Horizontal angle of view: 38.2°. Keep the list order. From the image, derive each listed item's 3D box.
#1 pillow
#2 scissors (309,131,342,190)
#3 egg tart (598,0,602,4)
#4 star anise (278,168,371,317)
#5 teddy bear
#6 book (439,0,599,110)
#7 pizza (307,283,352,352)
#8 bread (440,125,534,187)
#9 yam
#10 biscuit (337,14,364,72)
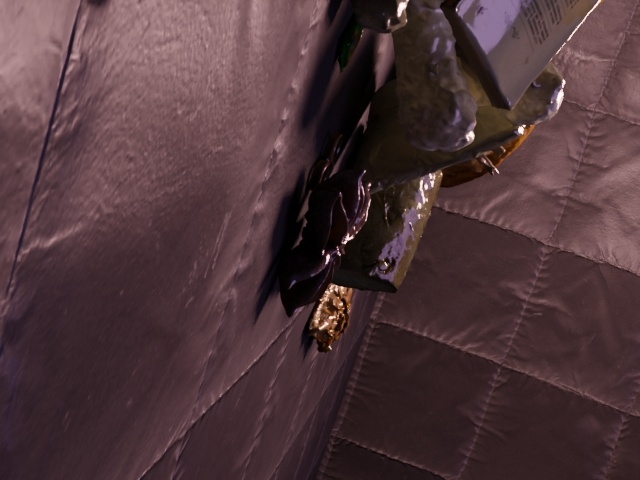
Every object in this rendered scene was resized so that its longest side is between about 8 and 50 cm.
[{"bbox_3d":[0.170,-0.195,1.356,0.076,0.274,0.281,52,35,-30],"label":"pillow"},{"bbox_3d":[0.007,-0.072,1.299,0.220,0.017,0.088,90,22,-69],"label":"scissors"},{"bbox_3d":[0.390,-0.500,1.621,0.443,0.178,0.443,-36,-142,33],"label":"egg tart"},{"bbox_3d":[0.006,-0.007,1.213,0.212,0.073,0.197,-64,171,15],"label":"star anise"},{"bbox_3d":[0.192,-0.312,1.006,0.362,0.327,0.375,168,-96,-77],"label":"teddy bear"},{"bbox_3d":[0.253,-0.294,0.967,0.289,0.026,0.201,-49,145,-2],"label":"book"},{"bbox_3d":[0.028,0.141,1.784,0.226,0.069,0.147,80,33,-75],"label":"pizza"},{"bbox_3d":[0.280,-0.228,1.786,0.388,0.183,0.236,-7,-114,68],"label":"bread"},{"bbox_3d":[0.096,-0.044,1.494,0.161,0.161,0.268,80,32,-74],"label":"yam"},{"bbox_3d":[0.039,-0.245,1.105,0.046,0.016,0.089,100,12,-52],"label":"biscuit"}]
